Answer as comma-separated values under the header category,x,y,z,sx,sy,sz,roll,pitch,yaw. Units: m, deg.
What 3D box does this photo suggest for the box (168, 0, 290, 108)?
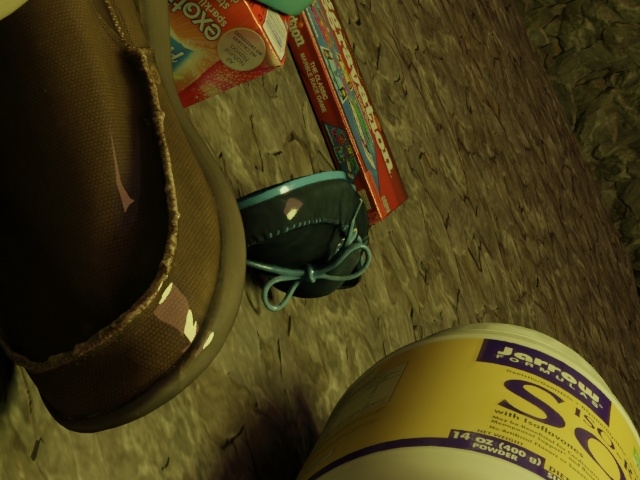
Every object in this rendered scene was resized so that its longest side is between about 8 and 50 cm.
category,x,y,z,sx,sy,sz,roll,pitch,yaw
box,-0.096,-0.208,1.137,0.128,0.122,0.257,59,20,-30

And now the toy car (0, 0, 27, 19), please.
category,x,y,z,sx,sy,sz,roll,pitch,yaw
toy car,-0.213,-0.214,0.699,0.238,0.219,0.210,40,-14,12

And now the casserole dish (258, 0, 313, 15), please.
category,x,y,z,sx,sy,sz,roll,pitch,yaw
casserole dish,-0.041,-0.207,1.037,0.188,0.037,0.114,8,61,-68

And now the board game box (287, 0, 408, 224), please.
category,x,y,z,sx,sy,sz,roll,pitch,yaw
board game box,0.014,-0.157,1.609,0.145,0.027,0.281,-38,107,-74

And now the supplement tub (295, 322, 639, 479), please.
category,x,y,z,sx,sy,sz,roll,pitch,yaw
supplement tub,0.095,0.198,1.073,0.331,0.241,0.241,-52,120,-71

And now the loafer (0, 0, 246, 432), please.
category,x,y,z,sx,sy,sz,roll,pitch,yaw
loafer,-0.143,-0.064,0.847,0.130,0.134,0.366,44,20,-47

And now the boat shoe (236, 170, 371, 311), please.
category,x,y,z,sx,sy,sz,roll,pitch,yaw
boat shoe,0.000,0.000,1.244,0.258,0.109,0.089,-1,75,-71
